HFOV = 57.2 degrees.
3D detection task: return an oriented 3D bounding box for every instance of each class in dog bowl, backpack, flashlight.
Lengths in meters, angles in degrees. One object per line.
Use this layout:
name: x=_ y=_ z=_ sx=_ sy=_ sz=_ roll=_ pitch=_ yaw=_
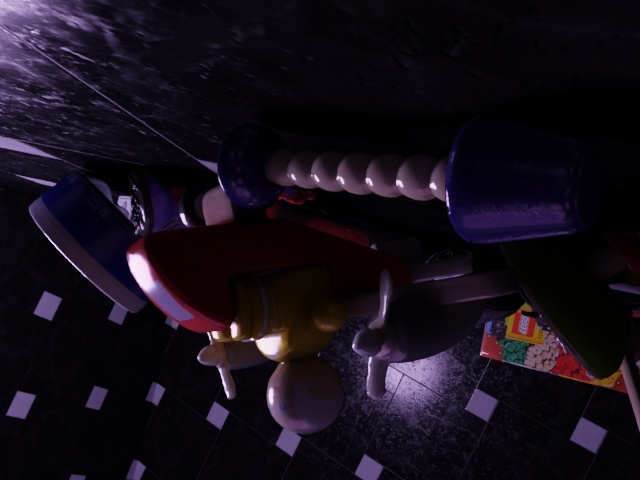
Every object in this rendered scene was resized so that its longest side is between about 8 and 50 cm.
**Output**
dog bowl: x=-0.388 y=0.002 z=1.065 sx=0.265 sy=0.104 sz=0.265 roll=45 pitch=170 yaw=10
backpack: x=0.241 y=0.087 z=1.001 sx=0.152 sy=0.115 sz=0.182 roll=22 pitch=154 yaw=-27
flashlight: x=0.000 y=0.000 z=0.883 sx=0.304 sy=0.103 sz=0.103 roll=16 pitch=171 yaw=-19

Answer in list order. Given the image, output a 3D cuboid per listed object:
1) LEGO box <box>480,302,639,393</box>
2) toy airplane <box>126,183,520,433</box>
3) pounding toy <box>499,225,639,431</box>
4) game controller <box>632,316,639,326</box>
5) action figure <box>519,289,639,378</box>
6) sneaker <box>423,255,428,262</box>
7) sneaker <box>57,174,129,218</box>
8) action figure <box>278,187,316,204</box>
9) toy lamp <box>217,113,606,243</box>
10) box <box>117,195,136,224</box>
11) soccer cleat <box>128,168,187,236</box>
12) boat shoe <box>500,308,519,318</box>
LEGO box: x=0.703 y=0.267 z=1.537 sx=0.373 sy=0.193 sz=0.500 roll=9 pitch=173 yaw=40
toy airplane: x=0.008 y=0.091 z=0.703 sx=0.385 sy=0.272 sz=0.386 roll=3 pitch=161 yaw=8
pounding toy: x=0.296 y=0.055 z=0.600 sx=0.237 sy=0.110 sz=0.183 roll=48 pitch=-157 yaw=-9
game controller: x=0.704 y=0.171 z=1.048 sx=0.320 sy=0.067 sz=0.166 roll=5 pitch=-167 yaw=-2
action figure: x=0.439 y=0.135 z=0.934 sx=0.276 sy=0.164 sz=0.140 roll=6 pitch=135 yaw=2
sneaker: x=0.136 y=0.033 z=1.071 sx=0.106 sy=0.078 sz=0.234 roll=7 pitch=177 yaw=29
sneaker: x=-0.527 y=-0.088 z=1.263 sx=0.147 sy=0.104 sz=0.295 roll=25 pitch=168 yaw=3
action figure: x=-0.060 y=-0.061 z=0.762 sx=0.115 sy=0.030 sz=0.038 roll=6 pitch=179 yaw=19
toy lamp: x=0.041 y=-0.046 z=0.396 sx=0.275 sy=0.080 sz=0.080 roll=11 pitch=175 yaw=41
box: x=-0.403 y=-0.013 z=1.397 sx=0.087 sy=0.169 sz=0.290 roll=17 pitch=173 yaw=-40
soccer cleat: x=-0.254 y=-0.059 z=0.986 sx=0.117 sy=0.108 sz=0.318 roll=-6 pitch=178 yaw=-14
boat shoe: x=0.291 y=0.094 z=1.244 sx=0.303 sy=0.113 sz=0.103 roll=10 pitch=-160 yaw=-23
